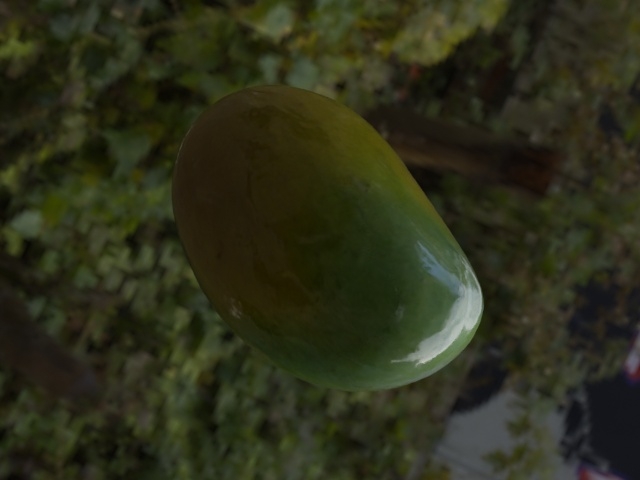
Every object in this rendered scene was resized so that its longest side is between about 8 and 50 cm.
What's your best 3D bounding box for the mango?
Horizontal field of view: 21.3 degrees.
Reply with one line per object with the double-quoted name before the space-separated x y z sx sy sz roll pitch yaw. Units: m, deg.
"mango" 0.000 0.000 0.822 0.092 0.195 0.130 0 112 -46
